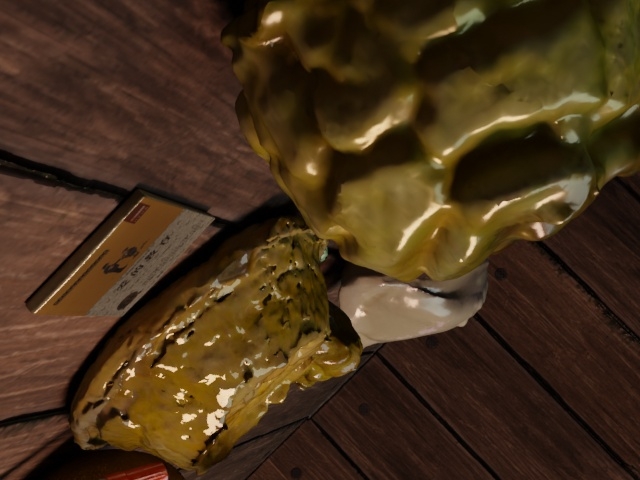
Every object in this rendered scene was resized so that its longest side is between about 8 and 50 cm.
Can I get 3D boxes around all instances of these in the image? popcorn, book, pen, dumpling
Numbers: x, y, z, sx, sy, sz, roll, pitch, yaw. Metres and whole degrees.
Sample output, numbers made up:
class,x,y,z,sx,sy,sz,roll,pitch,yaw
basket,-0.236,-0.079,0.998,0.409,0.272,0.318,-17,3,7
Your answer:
class,x,y,z,sx,sy,sz,roll,pitch,yaw
popcorn,0.088,-0.110,0.676,0.293,0.237,0.293,-39,170,-8
book,-0.148,0.014,0.871,0.118,0.012,0.172,-46,169,5
pen,-0.263,0.261,1.114,0.239,0.028,0.028,-12,153,-29
dumpling,0.122,0.076,1.608,0.243,0.187,0.318,-54,169,28

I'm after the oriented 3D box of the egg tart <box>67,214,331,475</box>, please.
class,x,y,z,sx,sy,sz,roll,pitch,yaw
egg tart,-0.094,0.117,1.149,0.345,0.132,0.345,-45,169,-11

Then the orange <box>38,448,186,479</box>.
class,x,y,z,sx,sy,sz,roll,pitch,yaw
orange,-0.231,0.338,1.228,0.236,0.236,0.236,-42,169,-10

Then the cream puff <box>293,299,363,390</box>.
class,x,y,z,sx,sy,sz,roll,pitch,yaw
cream puff,-0.029,0.124,1.388,0.116,0.146,0.146,-46,169,16

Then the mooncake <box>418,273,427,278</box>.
class,x,y,z,sx,sy,sz,roll,pitch,yaw
mooncake,0.133,-0.073,1.138,0.245,0.133,0.245,-30,149,-21

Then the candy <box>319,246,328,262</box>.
class,x,y,z,sx,sy,sz,roll,pitch,yaw
candy,0.000,0.000,1.330,0.083,0.023,0.025,101,-7,-61
